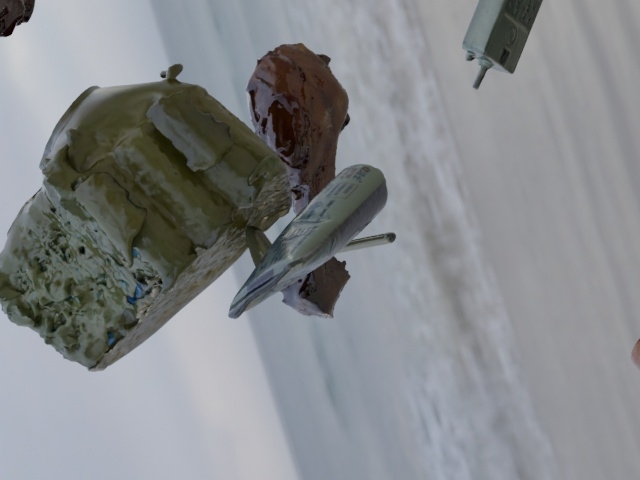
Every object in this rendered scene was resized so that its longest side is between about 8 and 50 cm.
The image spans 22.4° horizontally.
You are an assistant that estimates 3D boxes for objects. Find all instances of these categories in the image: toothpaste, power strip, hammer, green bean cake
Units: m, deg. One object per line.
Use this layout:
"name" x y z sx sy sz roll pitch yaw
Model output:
"toothpaste" 0.002 -0.009 1.297 0.268 0.069 0.047 -44 -54 -61
"power strip" 0.118 -0.153 0.957 0.051 0.019 0.136 24 -92 -60
"hammer" 0.000 0.000 1.484 0.195 0.028 0.060 -14 101 49
"green bean cake" -0.191 -0.025 1.530 0.202 0.285 0.310 47 171 3

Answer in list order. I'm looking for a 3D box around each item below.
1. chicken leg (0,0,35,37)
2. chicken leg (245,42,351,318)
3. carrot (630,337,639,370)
"chicken leg" -0.255 -0.188 1.153 0.105 0.063 0.234 42 -167 -6
"chicken leg" -0.012 -0.061 1.746 0.093 0.113 0.304 -168 69 -68
"carrot" 0.370 0.156 1.499 0.193 0.087 0.087 43 167 18
